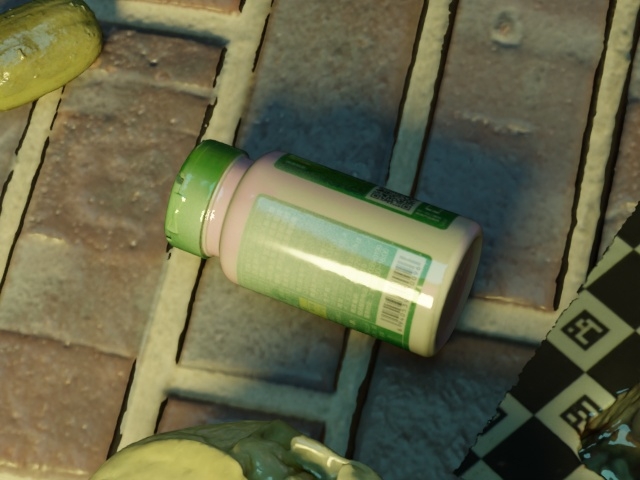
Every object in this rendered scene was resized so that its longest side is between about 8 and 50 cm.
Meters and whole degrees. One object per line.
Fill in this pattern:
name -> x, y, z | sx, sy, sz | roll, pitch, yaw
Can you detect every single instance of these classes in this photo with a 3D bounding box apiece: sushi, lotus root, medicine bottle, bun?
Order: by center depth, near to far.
bun -> -0.027, 0.262, 1.449 | 0.361, 0.361, 0.213 | 26, 104, 16
sushi -> 0.338, 0.162, 1.591 | 0.320, 0.069, 0.339 | 25, 61, 24
medicine bottle -> 0.000, 0.000, 1.661 | 0.274, 0.133, 0.133 | 21, 70, 13
lotus root -> -0.302, -0.179, 1.799 | 0.183, 0.077, 0.090 | -24, 66, -6
